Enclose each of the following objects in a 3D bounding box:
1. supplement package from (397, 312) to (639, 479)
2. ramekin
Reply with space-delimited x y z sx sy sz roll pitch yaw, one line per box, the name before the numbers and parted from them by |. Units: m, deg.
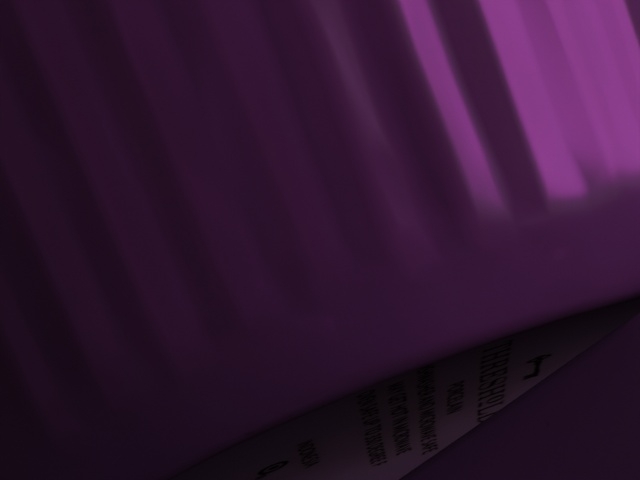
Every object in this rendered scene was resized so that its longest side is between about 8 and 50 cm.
supplement package | 0.086 0.143 0.386 0.145 0.262 0.204 18 40 -58
ramekin | 0.000 0.000 0.453 0.273 0.273 0.127 14 51 -60
